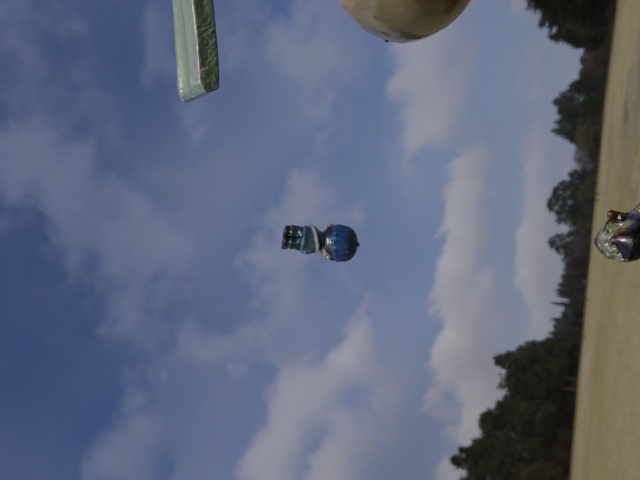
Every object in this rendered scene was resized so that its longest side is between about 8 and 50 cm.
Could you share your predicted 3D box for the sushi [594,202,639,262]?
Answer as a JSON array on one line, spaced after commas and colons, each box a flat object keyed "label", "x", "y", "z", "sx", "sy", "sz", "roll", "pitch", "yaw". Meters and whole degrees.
[{"label": "sushi", "x": 0.296, "y": -0.015, "z": 0.627, "sx": 0.044, "sy": 0.083, "sz": 0.046, "roll": 55, "pitch": 170, "yaw": -9}]

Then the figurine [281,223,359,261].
[{"label": "figurine", "x": 0.002, "y": -0.004, "z": 1.233, "sx": 0.079, "sy": 0.136, "sz": 0.077, "roll": 133, "pitch": 145, "yaw": -60}]

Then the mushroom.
[{"label": "mushroom", "x": 0.085, "y": -0.352, "z": 0.827, "sx": 0.207, "sy": 0.215, "sz": 0.208, "roll": -18, "pitch": -57, "yaw": -30}]

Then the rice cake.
[{"label": "rice cake", "x": -0.168, "y": -0.297, "z": 0.892, "sx": 0.042, "sy": 0.080, "sz": 0.222, "roll": -6, "pitch": -87, "yaw": -31}]
